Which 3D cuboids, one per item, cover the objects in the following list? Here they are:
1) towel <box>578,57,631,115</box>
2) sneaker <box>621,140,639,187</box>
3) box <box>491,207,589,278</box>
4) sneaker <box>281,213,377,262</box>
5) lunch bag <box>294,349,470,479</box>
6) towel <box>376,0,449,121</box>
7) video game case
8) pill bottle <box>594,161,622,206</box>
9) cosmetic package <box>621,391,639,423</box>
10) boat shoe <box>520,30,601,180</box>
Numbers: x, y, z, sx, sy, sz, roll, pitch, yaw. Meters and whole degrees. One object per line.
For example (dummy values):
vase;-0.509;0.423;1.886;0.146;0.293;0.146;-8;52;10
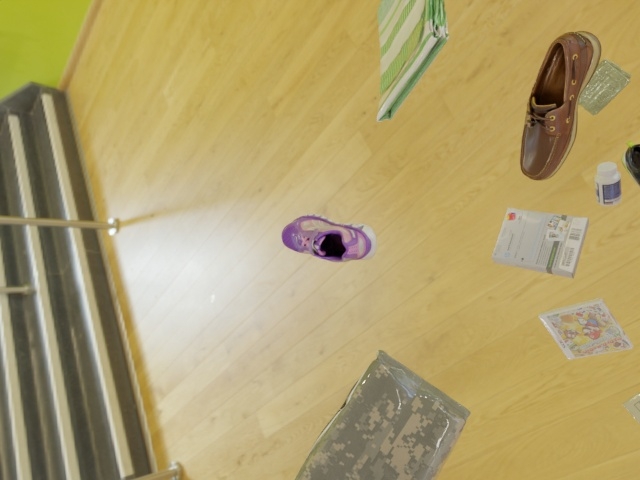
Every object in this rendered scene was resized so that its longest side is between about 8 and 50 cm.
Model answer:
towel;0.842;-0.459;1.532;0.110;0.027;0.148;32;124;-4
sneaker;0.850;-0.153;1.288;0.084;0.097;0.235;-40;68;14
box;0.524;0.002;1.221;0.186;0.038;0.145;12;71;36
sneaker;0.000;0.000;1.113;0.236;0.104;0.095;8;108;34
lunch bag;0.085;0.320;0.765;0.168;0.287;0.235;32;74;18
towel;0.164;-0.424;0.993;0.248;0.038;0.325;126;149;-60
video game case;0.911;0.311;1.761;0.206;0.026;0.227;53;137;-7
pill bottle;0.835;-0.165;1.479;0.067;0.067;0.120;13;138;45
cosmetic package;0.741;0.281;0.914;0.309;0.113;0.160;-44;38;16
boat shoe;0.271;-0.156;0.609;0.064;0.060;0.178;37;130;43
